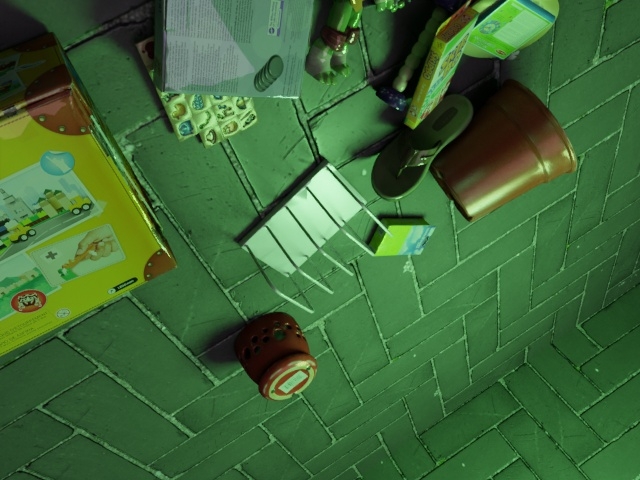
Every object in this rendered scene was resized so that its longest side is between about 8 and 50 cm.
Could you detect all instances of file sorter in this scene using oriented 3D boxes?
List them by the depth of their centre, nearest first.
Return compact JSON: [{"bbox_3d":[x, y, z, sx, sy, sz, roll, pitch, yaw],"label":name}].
[{"bbox_3d":[0.000,0.000,1.213,0.278,0.173,0.193,-44,140,6],"label":"file sorter"}]

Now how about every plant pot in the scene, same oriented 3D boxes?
[{"bbox_3d":[0.415,-0.198,1.281,0.265,0.272,0.272,-35,140,9],"label":"plant pot"},{"bbox_3d":[-0.115,0.318,1.429,0.191,0.174,0.191,-19,134,-20],"label":"plant pot"}]

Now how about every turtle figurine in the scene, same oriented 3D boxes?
[{"bbox_3d":[0.099,-0.384,0.891,0.275,0.197,0.266,14,129,-23],"label":"turtle figurine"}]

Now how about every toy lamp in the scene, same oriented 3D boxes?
[{"bbox_3d":[0.207,-0.401,1.063,0.080,0.080,0.274,9,123,-41],"label":"toy lamp"}]

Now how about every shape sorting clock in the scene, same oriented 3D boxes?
[{"bbox_3d":[0.375,-0.443,1.079,0.207,0.040,0.206,-7,159,-3],"label":"shape sorting clock"}]

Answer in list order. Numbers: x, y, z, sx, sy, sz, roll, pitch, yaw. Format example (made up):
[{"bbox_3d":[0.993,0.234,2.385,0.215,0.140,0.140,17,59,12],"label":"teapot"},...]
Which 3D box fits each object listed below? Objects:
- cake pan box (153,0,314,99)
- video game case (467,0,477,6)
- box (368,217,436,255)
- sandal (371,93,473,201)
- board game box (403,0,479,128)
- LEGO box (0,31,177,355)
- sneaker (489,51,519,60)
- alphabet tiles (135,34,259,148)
[{"bbox_3d":[-0.132,-0.361,0.830,0.246,0.070,0.266,-9,123,-32],"label":"cake pan box"},{"bbox_3d":[0.402,-0.497,0.946,0.204,0.285,0.025,-8,90,-7],"label":"video game case"},{"bbox_3d":[0.226,-0.009,1.468,0.178,0.042,0.109,-1,128,-36],"label":"box"},{"bbox_3d":[0.223,-0.223,1.202,0.302,0.120,0.086,-50,164,1],"label":"sandal"},{"bbox_3d":[0.244,-0.352,1.076,0.124,0.039,0.259,-46,163,-26],"label":"board game box"},{"bbox_3d":[-0.530,-0.017,0.790,0.501,0.193,0.372,-27,139,-12],"label":"LEGO box"},{"bbox_3d":[0.403,-0.467,1.158,0.076,0.065,0.166,-20,135,-13],"label":"sneaker"},{"bbox_3d":[-0.186,-0.277,0.929,0.198,0.009,0.237,-30,142,-15],"label":"alphabet tiles"}]
